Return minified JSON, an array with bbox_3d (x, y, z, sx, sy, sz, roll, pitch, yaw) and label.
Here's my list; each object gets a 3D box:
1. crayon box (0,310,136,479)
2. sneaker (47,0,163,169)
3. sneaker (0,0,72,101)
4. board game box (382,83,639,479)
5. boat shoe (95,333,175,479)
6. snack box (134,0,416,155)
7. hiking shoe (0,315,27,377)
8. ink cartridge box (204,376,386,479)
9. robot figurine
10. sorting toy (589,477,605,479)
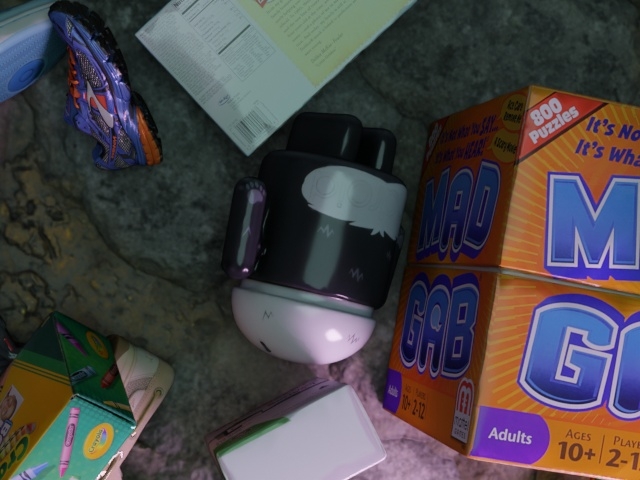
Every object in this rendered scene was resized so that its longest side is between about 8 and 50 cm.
[{"bbox_3d":[-0.314,0.232,1.304,0.081,0.165,0.278,32,102,-31],"label":"crayon box"},{"bbox_3d":[-0.247,-0.160,1.375,0.087,0.083,0.221,-22,124,0],"label":"sneaker"},{"bbox_3d":[-0.436,-0.232,1.360,0.319,0.127,0.208,-33,77,-26],"label":"sneaker"},{"bbox_3d":[0.303,0.059,1.365,0.356,0.356,0.356,10,88,-10],"label":"board game box"},{"bbox_3d":[-0.261,0.256,1.391,0.098,0.109,0.302,32,80,-28],"label":"boat shoe"},{"bbox_3d":[-0.027,-0.270,1.409,0.322,0.060,0.187,-42,97,3],"label":"snack box"},{"bbox_3d":[-0.393,0.121,1.376,0.114,0.086,0.227,-44,97,-11],"label":"hiking shoe"},{"bbox_3d":[-0.035,0.226,1.374,0.160,0.219,0.092,-27,91,-10],"label":"ink cartridge box"},{"bbox_3d":[-0.003,-0.001,1.408,0.209,0.173,0.278,13,87,-4],"label":"robot figurine"},{"bbox_3d":[0.287,0.397,1.515,0.274,0.046,0.132,-39,96,-9],"label":"sorting toy"}]
